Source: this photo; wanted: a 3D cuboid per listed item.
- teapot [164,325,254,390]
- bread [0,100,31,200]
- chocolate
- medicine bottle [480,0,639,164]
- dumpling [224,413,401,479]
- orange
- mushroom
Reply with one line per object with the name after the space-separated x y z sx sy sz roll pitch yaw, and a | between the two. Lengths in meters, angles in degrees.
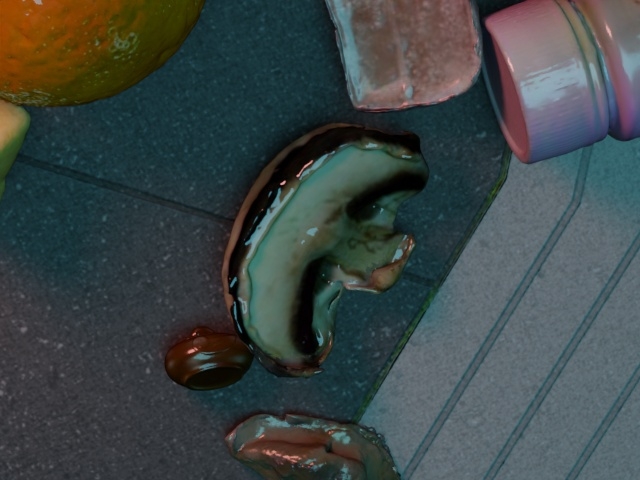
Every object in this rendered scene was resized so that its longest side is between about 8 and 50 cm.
-0.143 0.148 1.973 0.129 0.078 0.098 -7 148 -17 | teapot
-0.475 -0.137 1.746 0.266 0.142 0.178 29 96 12 | bread
0.100 -0.316 1.846 0.185 0.100 0.303 -8 105 21 | chocolate
0.405 -0.244 1.864 0.388 0.219 0.219 -20 108 -2 | medicine bottle
0.031 0.338 2.049 0.166 0.086 0.332 -42 112 7 | dumpling
-0.282 -0.307 1.678 0.340 0.340 0.293 -42 137 5 | orange
-0.001 0.000 1.927 0.247 0.130 0.344 13 106 -29 | mushroom
